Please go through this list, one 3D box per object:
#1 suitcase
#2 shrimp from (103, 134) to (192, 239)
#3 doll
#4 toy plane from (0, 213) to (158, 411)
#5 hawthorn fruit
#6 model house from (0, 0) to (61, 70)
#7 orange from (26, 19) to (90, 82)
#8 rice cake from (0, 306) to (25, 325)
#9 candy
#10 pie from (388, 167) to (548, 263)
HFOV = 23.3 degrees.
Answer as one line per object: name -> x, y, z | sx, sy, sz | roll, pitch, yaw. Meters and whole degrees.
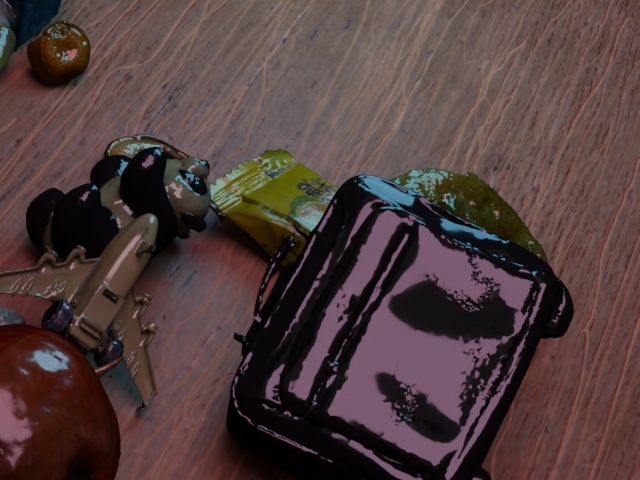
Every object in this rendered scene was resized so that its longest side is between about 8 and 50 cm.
suitcase -> 0.079, 0.129, 1.786 | 0.339, 0.188, 0.345 | 26, 71, 8
shrimp -> -0.199, -0.073, 2.005 | 0.178, 0.034, 0.124 | 44, 42, 20
doll -> -0.237, -0.032, 1.868 | 0.234, 0.143, 0.135 | -36, 108, -24
toy plane -> -0.257, 0.078, 1.743 | 0.242, 0.104, 0.256 | 38, 84, -20
hawthorn fruit -> -0.328, 0.211, 1.567 | 0.258, 0.258, 0.262 | 18, 20, -7
model house -> -0.437, -0.370, 2.061 | 0.267, 0.194, 0.325 | 2, 54, -21
orange -> -0.349, -0.249, 2.073 | 0.086, 0.062, 0.086 | -1, 92, -32
rice cake -> -0.454, 0.073, 1.764 | 0.245, 0.042, 0.045 | 18, 58, -5
candy -> 0.000, 0.000, 1.982 | 0.297, 0.081, 0.187 | 43, 41, 11
pie -> 0.183, 0.023, 2.001 | 0.277, 0.078, 0.277 | 20, 53, -29
